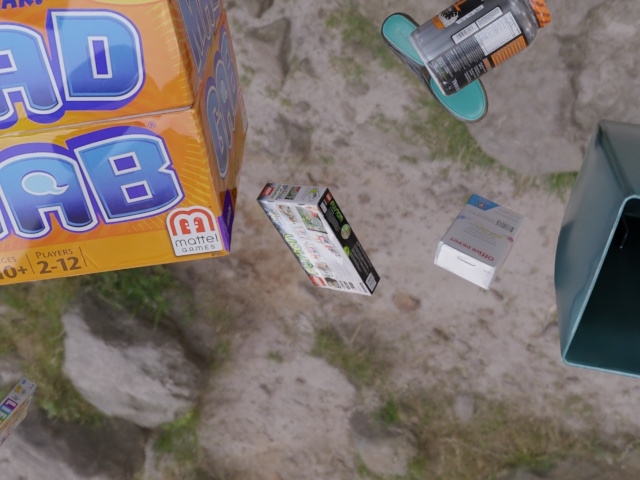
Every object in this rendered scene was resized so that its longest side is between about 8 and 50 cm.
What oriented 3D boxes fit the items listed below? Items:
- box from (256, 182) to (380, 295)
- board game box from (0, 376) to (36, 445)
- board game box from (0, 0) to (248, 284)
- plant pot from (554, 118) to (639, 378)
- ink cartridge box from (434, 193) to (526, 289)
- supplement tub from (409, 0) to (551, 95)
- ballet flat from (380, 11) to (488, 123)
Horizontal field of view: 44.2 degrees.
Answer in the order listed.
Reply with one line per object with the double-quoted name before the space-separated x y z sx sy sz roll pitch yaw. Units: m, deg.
"box" 0.000 0.000 1.172 0.114 0.036 0.207 8 144 37
"board game box" -0.507 0.298 1.225 0.026 0.154 0.103 33 133 -2
"board game box" -0.299 -0.200 0.926 0.356 0.356 0.357 -8 122 3
"plant pot" 0.307 -0.009 0.713 0.165 0.234 0.166 10 121 2
"ink cartridge box" 0.232 0.001 1.143 0.088 0.122 0.052 27 139 17
"supplement tub" 0.241 -0.315 1.190 0.190 0.117 0.117 -32 119 12
"ballet flat" 0.234 -0.346 1.573 0.280 0.095 0.096 50 -170 6
